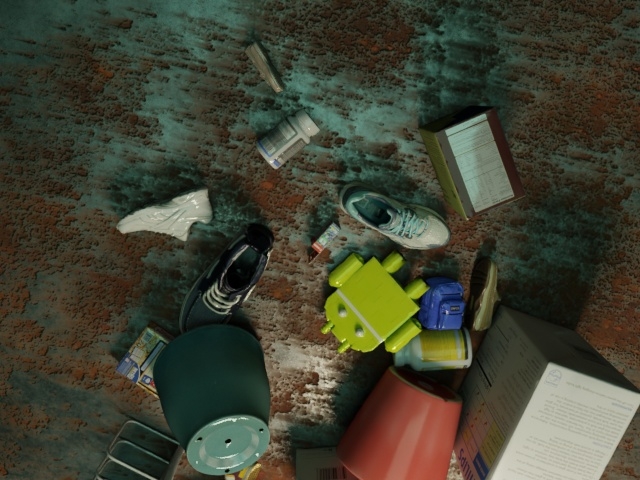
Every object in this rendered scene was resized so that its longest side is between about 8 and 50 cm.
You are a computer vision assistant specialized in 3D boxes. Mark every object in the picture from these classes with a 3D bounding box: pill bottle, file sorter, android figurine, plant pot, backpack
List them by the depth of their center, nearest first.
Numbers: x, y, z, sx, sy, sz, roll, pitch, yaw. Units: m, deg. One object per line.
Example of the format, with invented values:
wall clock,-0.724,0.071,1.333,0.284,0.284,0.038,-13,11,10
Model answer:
pill bottle,-0.073,-0.234,1.396,0.137,0.078,0.078,-38,101,7
plant pot,-0.231,0.376,1.400,0.271,0.255,0.272,-10,124,-16
android figurine,0.122,0.155,1.475,0.273,0.056,0.248,-41,80,8
backpack,0.301,0.151,1.480,0.098,0.101,0.120,-2,103,-25
plant pot,0.209,0.454,1.483,0.275,0.275,0.243,22,92,-6
pill bottle,0.271,0.267,1.506,0.184,0.103,0.103,-3,103,0
file sorter,-0.488,0.627,1.535,0.173,0.193,0.278,28,101,-5

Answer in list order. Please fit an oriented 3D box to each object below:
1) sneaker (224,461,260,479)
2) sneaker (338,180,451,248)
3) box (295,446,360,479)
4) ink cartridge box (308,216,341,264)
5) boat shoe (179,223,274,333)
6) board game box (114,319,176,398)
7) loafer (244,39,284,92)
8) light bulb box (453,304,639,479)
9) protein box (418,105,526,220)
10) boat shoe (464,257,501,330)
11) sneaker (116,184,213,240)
sneaker,-0.222,0.621,1.607,0.084,0.069,0.185,38,115,24
sneaker,0.173,-0.042,1.422,0.283,0.122,0.110,21,102,-6
box,0.030,0.615,1.544,0.181,0.182,0.119,-4,101,0
ink cartridge box,0.000,0.000,1.459,0.029,0.063,0.115,41,99,-11
boat shoe,-0.233,0.117,1.434,0.127,0.158,0.340,32,100,-8
board game box,-0.391,0.316,1.536,0.193,0.045,0.147,37,100,-9
loafer,-0.126,-0.387,1.382,0.039,0.045,0.125,-26,96,22
light bulb box,0.482,0.394,1.409,0.225,0.358,0.361,20,103,-4
protein box,0.329,-0.177,1.352,0.136,0.200,0.201,-22,103,4
boat shoe,0.408,0.132,1.503,0.072,0.068,0.190,3,113,-14
sneaker,-0.358,-0.044,1.433,0.232,0.090,0.115,-17,106,4
